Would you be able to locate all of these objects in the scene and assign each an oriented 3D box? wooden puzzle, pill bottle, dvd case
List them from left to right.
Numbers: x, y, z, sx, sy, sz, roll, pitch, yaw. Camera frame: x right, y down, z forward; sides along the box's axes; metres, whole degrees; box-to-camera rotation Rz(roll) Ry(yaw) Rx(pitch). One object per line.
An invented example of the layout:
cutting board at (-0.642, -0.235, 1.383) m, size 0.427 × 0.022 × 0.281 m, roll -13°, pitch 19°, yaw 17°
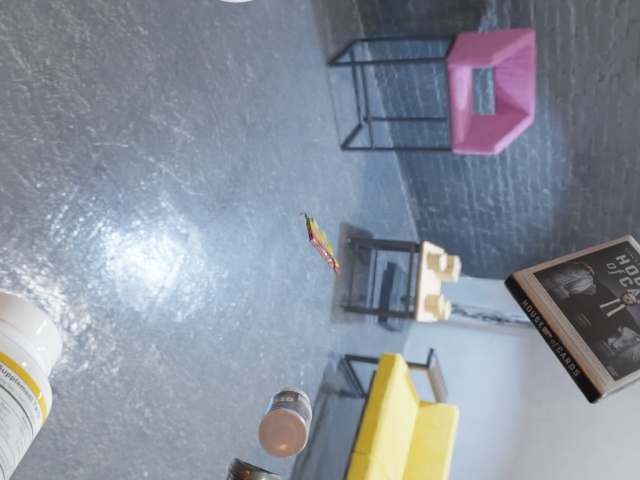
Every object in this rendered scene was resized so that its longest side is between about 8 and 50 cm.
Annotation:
pill bottle at (-0.260, 0.133, 0.427) m, size 0.215 × 0.117 × 0.117 m, roll -74°, pitch 156°, yaw -52°
pill bottle at (-0.054, 0.287, 1.046) m, size 0.137 × 0.078 × 0.078 m, roll -60°, pitch 153°, yaw -85°
wooden puzzle at (0.000, 0.000, 0.728) m, size 0.083 × 0.006 × 0.049 m, roll 52°, pitch 17°, yaw -36°
dvd case at (0.376, 0.090, 0.835) m, size 0.238 × 0.179 × 0.030 m, roll -15°, pitch 148°, yaw -28°

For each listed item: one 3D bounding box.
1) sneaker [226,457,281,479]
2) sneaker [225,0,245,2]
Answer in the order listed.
sneaker at (-0.080, 0.271, 0.650) m, size 0.170 × 0.051 × 0.089 m, roll 104°, pitch 8°, yaw -69°
sneaker at (-0.082, -0.403, 0.673) m, size 0.152 × 0.114 × 0.305 m, roll 103°, pitch -17°, yaw -66°
